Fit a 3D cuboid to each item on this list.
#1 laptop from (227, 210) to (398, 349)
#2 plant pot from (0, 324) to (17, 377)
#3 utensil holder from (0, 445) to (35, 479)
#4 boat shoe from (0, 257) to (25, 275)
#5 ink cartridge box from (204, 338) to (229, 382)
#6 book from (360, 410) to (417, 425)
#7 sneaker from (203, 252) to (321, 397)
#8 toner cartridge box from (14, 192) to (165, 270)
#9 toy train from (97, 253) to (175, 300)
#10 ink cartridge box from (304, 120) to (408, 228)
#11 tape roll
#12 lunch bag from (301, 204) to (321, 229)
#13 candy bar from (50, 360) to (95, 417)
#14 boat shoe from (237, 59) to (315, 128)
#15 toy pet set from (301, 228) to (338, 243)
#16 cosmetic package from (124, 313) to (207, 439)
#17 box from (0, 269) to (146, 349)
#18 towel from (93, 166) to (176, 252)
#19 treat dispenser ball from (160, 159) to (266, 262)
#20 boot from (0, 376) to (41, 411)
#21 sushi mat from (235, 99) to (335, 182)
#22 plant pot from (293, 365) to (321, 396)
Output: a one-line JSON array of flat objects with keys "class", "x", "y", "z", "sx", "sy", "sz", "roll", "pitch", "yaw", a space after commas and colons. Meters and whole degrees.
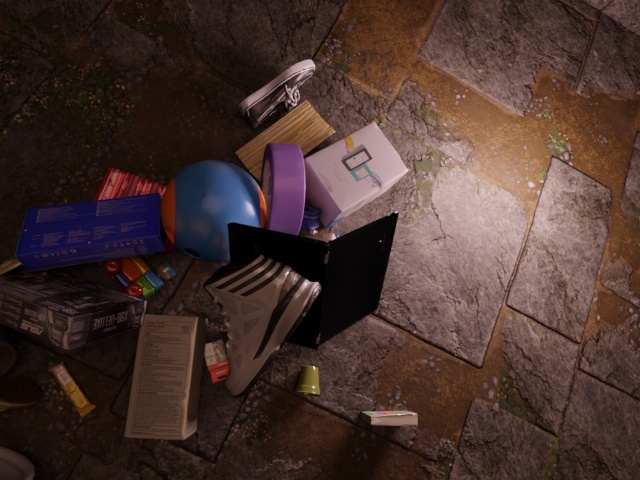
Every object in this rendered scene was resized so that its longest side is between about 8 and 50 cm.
[{"class": "laptop", "x": -0.022, "y": 0.092, "z": 1.189, "sx": 0.408, "sy": 0.381, "sz": 0.236, "roll": 12, "pitch": 35, "yaw": 9}, {"class": "plant pot", "x": -0.941, "y": 0.212, "z": 0.970, "sx": 0.323, "sy": 0.323, "sz": 0.280, "roll": -28, "pitch": 68, "yaw": -17}, {"class": "utensil holder", "x": -0.855, "y": 0.665, "z": 0.853, "sx": 0.328, "sy": 0.327, "sz": 0.385, "roll": 19, "pitch": 76, "yaw": -8}, {"class": "boat shoe", "x": -0.866, "y": 0.075, "z": 1.126, "sx": 0.153, "sy": 0.056, "sz": 0.048, "roll": -30, "pitch": 90, "yaw": -10}, {"class": "ink cartridge box", "x": -0.299, "y": 0.350, "z": 1.202, "sx": 0.063, "sy": 0.029, "sz": 0.115, "roll": -15, "pitch": 80, "yaw": -15}, {"class": "book", "x": 0.203, "y": 0.530, "z": 1.240, "sx": 0.144, "sy": 0.096, "sz": 0.035, "roll": 4, "pitch": 77, "yaw": -13}, {"class": "sneaker", "x": -0.205, "y": 0.208, "z": 1.102, "sx": 0.257, "sy": 0.447, "sz": 0.169, "roll": 35, "pitch": 28, "yaw": 3}, {"class": "toner cartridge box", "x": -0.611, "y": -0.028, "z": 1.131, "sx": 0.348, "sy": 0.075, "sz": 0.165, "roll": -8, "pitch": 52, "yaw": -10}, {"class": "toy train", "x": -0.545, "y": 0.052, "z": 1.184, "sx": 0.143, "sy": 0.105, "sz": 0.248, "roll": -40, "pitch": 88, "yaw": -28}, {"class": "ink cartridge box", "x": 0.094, "y": -0.206, "z": 1.332, "sx": 0.270, "sy": 0.198, "sz": 0.197, "roll": -32, "pitch": 85, "yaw": -18}, {"class": "tape roll", "x": -0.118, "y": -0.147, "z": 1.228, "sx": 0.090, "sy": 0.275, "sz": 0.274, "roll": 1, "pitch": 77, "yaw": -16}, {"class": "lunch bag", "x": -0.049, "y": -0.082, "z": 1.314, "sx": 0.098, "sy": 0.067, "sz": 0.065, "roll": 19, "pitch": 114, "yaw": 25}, {"class": "candy bar", "x": -0.668, "y": 0.397, "z": 1.114, "sx": 0.040, "sy": 0.018, "sz": 0.161, "roll": -35, "pitch": 86, "yaw": -21}, {"class": "boat shoe", "x": -0.126, "y": -0.489, "z": 1.394, "sx": 0.306, "sy": 0.113, "sz": 0.105, "roll": -39, "pitch": 94, "yaw": -15}, {"class": "toy pet set", "x": 0.000, "y": 0.000, "z": 1.348, "sx": 0.114, "sy": 0.065, "sz": 0.122, "roll": -2, "pitch": 65, "yaw": 19}, {"class": "cosmetic package", "x": -0.409, "y": 0.360, "z": 1.119, "sx": 0.160, "sy": 0.113, "sz": 0.309, "roll": 3, "pitch": 75, "yaw": 1}, {"class": "box", "x": -0.632, "y": 0.155, "z": 1.009, "sx": 0.308, "sy": 0.242, "sz": 0.076, "roll": 15, "pitch": 94, "yaw": 12}, {"class": "towel", "x": -0.540, "y": -0.092, "z": 1.251, "sx": 0.275, "sy": 0.031, "sz": 0.198, "roll": 19, "pitch": 73, "yaw": -8}, {"class": "treat dispenser ball", "x": -0.297, "y": -0.081, "z": 1.167, "sx": 0.288, "sy": 0.288, "sz": 0.288, "roll": 3, "pitch": 77, "yaw": -12}, {"class": "boot", "x": -0.844, "y": 0.419, "z": 1.030, "sx": 0.165, "sy": 0.213, "sz": 0.077, "roll": -46, "pitch": 53, "yaw": 15}, {"class": "sushi mat", "x": -0.118, "y": -0.328, "z": 1.387, "sx": 0.316, "sy": 0.019, "sz": 0.151, "roll": -40, "pitch": 90, "yaw": -10}, {"class": "plant pot", "x": -0.035, "y": 0.415, "z": 1.227, "sx": 0.083, "sy": 0.083, "sz": 0.079, "roll": 12, "pitch": 64, "yaw": -10}]
